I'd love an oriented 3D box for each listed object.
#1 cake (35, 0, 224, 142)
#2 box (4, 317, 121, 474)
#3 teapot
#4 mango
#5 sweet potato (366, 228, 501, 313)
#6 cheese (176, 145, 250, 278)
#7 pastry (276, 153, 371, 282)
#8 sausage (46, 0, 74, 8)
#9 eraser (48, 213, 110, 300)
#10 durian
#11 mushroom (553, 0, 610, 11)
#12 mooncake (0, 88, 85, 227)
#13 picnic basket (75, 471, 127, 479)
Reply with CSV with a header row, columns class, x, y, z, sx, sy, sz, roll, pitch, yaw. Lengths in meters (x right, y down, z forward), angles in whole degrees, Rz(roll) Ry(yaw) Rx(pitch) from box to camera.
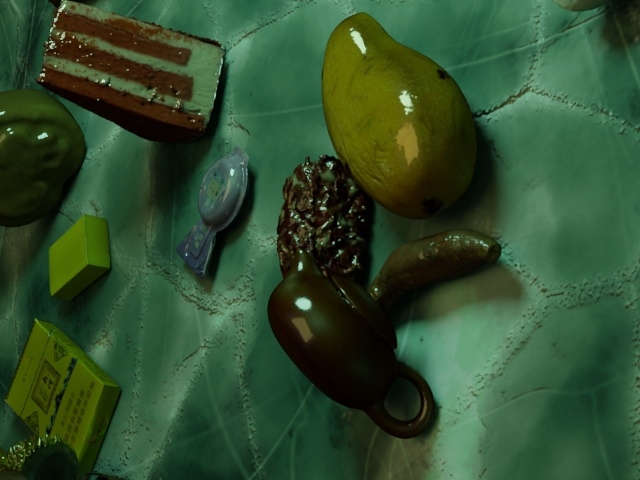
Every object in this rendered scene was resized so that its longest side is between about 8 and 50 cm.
class,x,y,z,sx,sy,sz,roll,pitch,yaw
cake,-0.298,-0.252,2.012,0.160,0.262,0.158,161,123,-68
box,-0.415,0.246,2.137,0.279,0.041,0.153,30,102,50
teapot,0.041,0.117,1.533,0.135,0.178,0.252,-44,82,7
mango,0.091,-0.147,1.599,0.177,0.120,0.295,-58,39,31
sweet potato,0.118,0.036,1.552,0.255,0.058,0.078,-34,71,44
cheese,-0.149,-0.044,1.911,0.105,0.042,0.191,41,112,50
pastry,-0.001,0.000,1.679,0.115,0.097,0.208,-15,67,58
sausage,-0.389,-0.482,2.328,0.372,0.082,0.082,-14,67,48
eraser,-0.395,0.029,2.181,0.122,0.045,0.097,-38,50,38
durian,-0.408,0.408,1.950,0.166,0.172,0.306,28,121,52
mushroom,0.324,-0.326,1.404,0.212,0.088,0.097,-47,14,23
mooncake,-0.525,-0.143,2.255,0.234,0.235,0.117,-59,40,18
picnic basket,-0.323,0.373,1.944,0.072,0.083,0.072,-21,62,46
